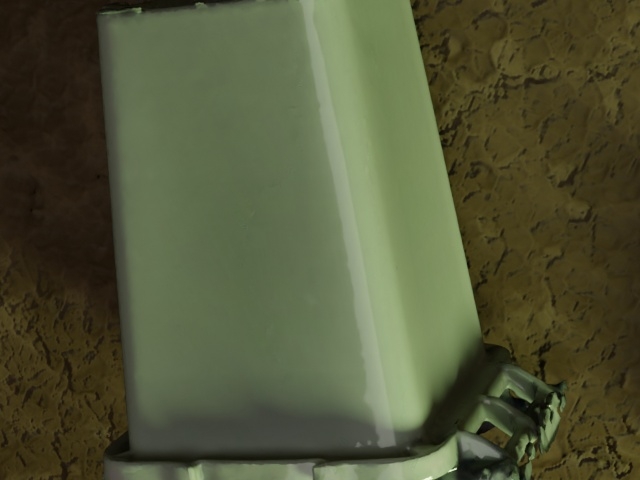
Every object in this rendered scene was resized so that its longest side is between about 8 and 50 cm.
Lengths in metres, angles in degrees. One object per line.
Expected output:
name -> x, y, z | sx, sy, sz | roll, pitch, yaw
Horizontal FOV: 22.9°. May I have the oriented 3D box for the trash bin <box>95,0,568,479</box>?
trash bin -> 0.000, 0.000, 1.096 | 0.296, 0.256, 0.368 | -3, 103, 22
